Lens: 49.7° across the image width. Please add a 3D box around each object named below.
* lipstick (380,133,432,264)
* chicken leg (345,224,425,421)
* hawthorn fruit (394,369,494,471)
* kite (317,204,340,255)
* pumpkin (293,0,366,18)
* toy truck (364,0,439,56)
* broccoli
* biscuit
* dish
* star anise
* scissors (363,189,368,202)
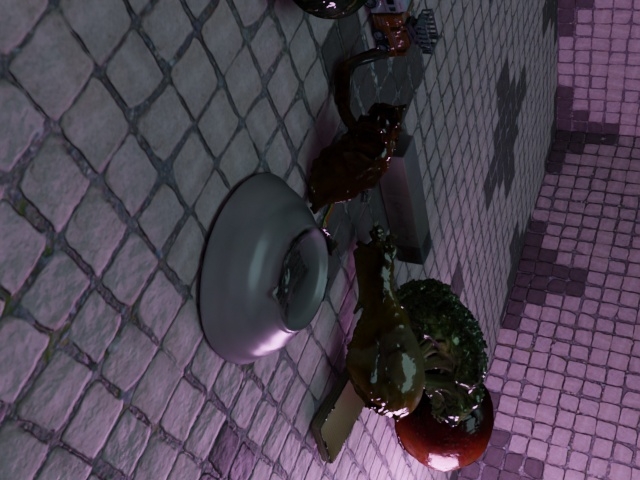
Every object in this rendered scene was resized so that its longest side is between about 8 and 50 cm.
[{"bbox_3d":[0.201,-0.090,1.636,0.080,0.076,0.372,-62,150,-32],"label":"lipstick"},{"bbox_3d":[0.136,0.181,1.488,0.201,0.152,0.430,-6,91,-32],"label":"chicken leg"},{"bbox_3d":[0.346,0.493,1.936,0.316,0.315,0.316,-35,131,-56],"label":"hawthorn fruit"},{"bbox_3d":[0.000,0.000,1.323,0.190,0.010,0.159,39,64,-63],"label":"kite"},{"bbox_3d":[0.014,-0.423,1.029,0.190,0.146,0.191,-4,90,-83],"label":"pumpkin"},{"bbox_3d":[0.160,-0.448,1.366,0.080,0.115,0.178,-68,151,-24],"label":"toy truck"},{"bbox_3d":[0.259,0.276,1.714,0.249,0.301,0.375,-69,137,-74],"label":"broccoli"},{"bbox_3d":[0.044,0.375,1.519,0.199,0.040,0.121,-53,140,-43],"label":"biscuit"},{"bbox_3d":[-0.062,0.054,1.099,0.316,0.106,0.317,-36,131,-56],"label":"dish"},{"bbox_3d":[0.077,-0.203,1.268,0.237,0.148,0.347,90,13,-77],"label":"star anise"},{"bbox_3d":[0.102,-0.137,1.483,0.039,0.012,0.113,-2,101,-65],"label":"scissors"}]
